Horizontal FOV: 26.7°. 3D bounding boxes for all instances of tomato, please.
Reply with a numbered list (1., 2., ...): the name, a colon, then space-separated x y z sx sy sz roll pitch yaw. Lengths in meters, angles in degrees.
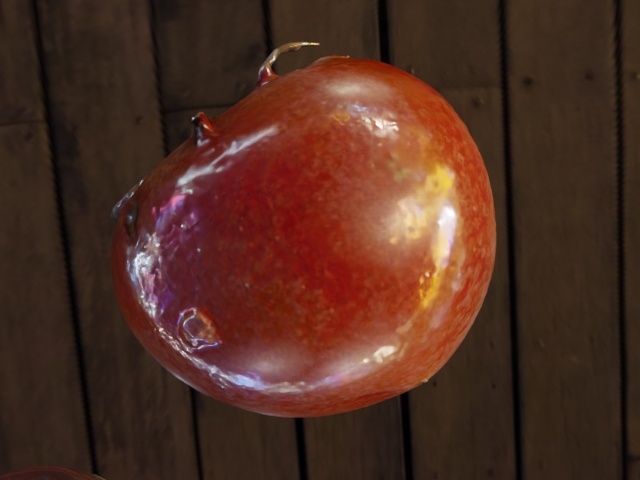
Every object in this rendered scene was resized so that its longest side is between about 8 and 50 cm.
1. tomato: 0.000 0.000 0.590 0.167 0.167 0.167 1 101 3

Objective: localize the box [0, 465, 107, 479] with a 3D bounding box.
1. box: -0.287 0.395 1.192 0.263 0.403 0.108 -14 142 19
